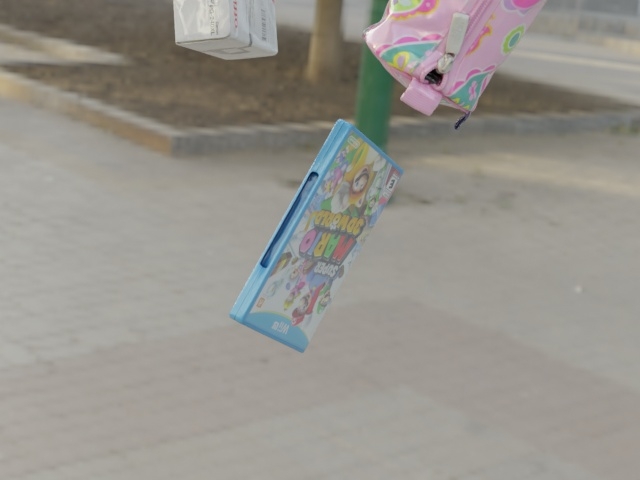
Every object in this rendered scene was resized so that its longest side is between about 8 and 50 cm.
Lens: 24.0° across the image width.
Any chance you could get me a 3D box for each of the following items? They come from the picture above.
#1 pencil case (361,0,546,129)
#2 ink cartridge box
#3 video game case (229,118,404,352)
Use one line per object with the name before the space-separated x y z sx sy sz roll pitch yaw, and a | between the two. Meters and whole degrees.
pencil case | 0.148 -0.234 1.208 0.124 0.284 0.124 33 14 -9
ink cartridge box | -0.098 -0.248 1.541 0.063 0.109 0.150 -4 -1 16
video game case | 0.000 0.000 1.146 0.015 0.166 0.119 28 -2 27
